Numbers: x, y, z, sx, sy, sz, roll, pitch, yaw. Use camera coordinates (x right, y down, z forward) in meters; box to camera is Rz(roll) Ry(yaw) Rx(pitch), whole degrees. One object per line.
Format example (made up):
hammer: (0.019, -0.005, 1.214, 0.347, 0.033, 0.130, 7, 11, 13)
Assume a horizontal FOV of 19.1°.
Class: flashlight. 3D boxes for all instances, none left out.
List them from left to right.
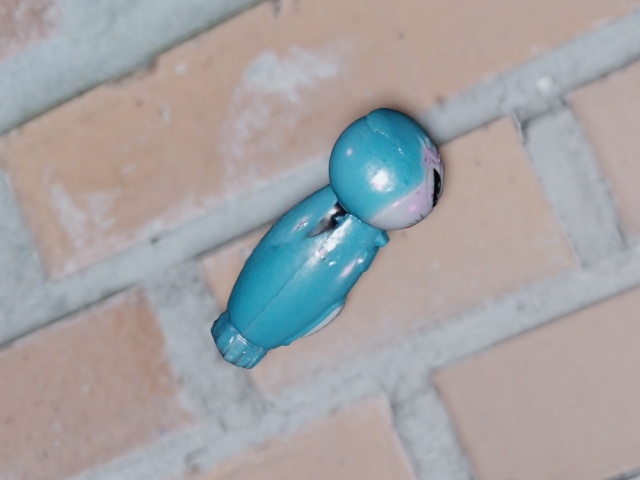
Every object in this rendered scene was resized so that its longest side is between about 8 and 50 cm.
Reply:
flashlight: (0.000, 0.000, 0.781, 0.051, 0.051, 0.129, 48, 115, 9)
